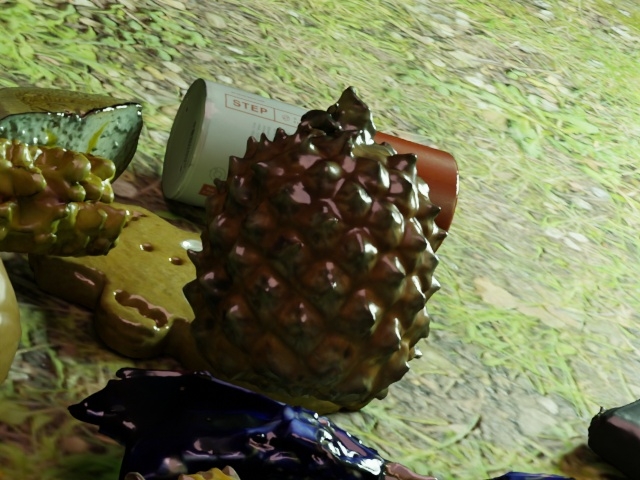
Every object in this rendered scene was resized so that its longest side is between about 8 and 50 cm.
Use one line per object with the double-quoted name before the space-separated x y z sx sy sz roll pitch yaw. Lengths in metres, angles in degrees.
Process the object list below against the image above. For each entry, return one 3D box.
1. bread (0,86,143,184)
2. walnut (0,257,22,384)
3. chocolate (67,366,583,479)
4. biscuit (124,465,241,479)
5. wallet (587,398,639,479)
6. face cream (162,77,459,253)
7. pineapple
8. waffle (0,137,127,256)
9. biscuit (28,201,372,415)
"bread" -0.205 -0.072 1.262 0.094 0.083 0.157 27 22 15
"walnut" -0.256 0.037 0.904 0.207 0.159 0.159 9 27 -16
"chocolate" 0.025 0.145 0.967 0.343 0.126 0.148 21 37 -2
"biscuit" 0.055 0.237 0.841 0.379 0.094 0.054 32 31 21
"wallet" 0.309 0.182 1.247 0.250 0.044 0.149 35 23 25
"face cream" -0.007 -0.051 1.381 0.214 0.095 0.096 15 25 -19
"pineapple" 0.000 0.000 1.080 0.166 0.193 0.166 13 0 0
"waffle" -0.220 -0.028 1.089 0.193 0.070 0.197 2 1 -25
"biscuit" -0.073 0.045 1.197 0.249 0.035 0.184 30 25 14
